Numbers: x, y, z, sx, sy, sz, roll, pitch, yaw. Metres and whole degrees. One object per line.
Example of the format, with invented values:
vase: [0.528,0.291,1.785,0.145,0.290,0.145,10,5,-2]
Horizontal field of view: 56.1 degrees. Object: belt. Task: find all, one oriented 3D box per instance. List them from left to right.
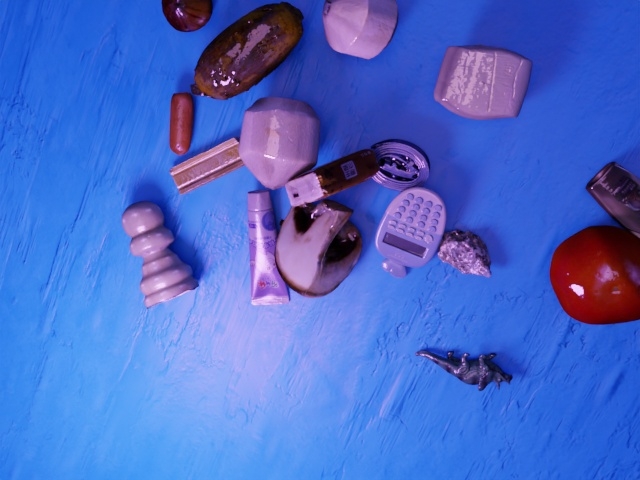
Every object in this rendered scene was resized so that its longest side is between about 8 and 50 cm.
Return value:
belt: [0.231,-0.225,1.787,0.190,0.082,0.141,19,110,6]

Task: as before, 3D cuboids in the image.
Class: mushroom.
mushroom: [-0.006,0.002,1.846,0.217,0.212,0.292,32,114,46]

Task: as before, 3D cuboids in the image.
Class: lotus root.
lotus root: [-0.221,-0.551,1.762,0.397,0.196,0.179,-36,86,15]

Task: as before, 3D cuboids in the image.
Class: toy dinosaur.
toy dinosaur: [0.445,0.374,1.842,0.292,0.079,0.120,26,100,8]

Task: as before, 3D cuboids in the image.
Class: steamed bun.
steamed bun: [0.449,-0.439,1.683,0.250,0.155,0.200,11,103,1]

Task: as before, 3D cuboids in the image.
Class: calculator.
calculator: [0.267,-0.021,1.805,0.188,0.042,0.303,22,119,2]

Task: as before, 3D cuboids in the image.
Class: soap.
soap: [-0.354,-0.236,1.908,0.252,0.037,0.092,-23,93,13]

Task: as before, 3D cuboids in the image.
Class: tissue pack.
tissue pack: [0.034,-0.182,1.729,0.183,0.226,0.092,-9,102,56]

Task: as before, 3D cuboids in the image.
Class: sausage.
sausage: [-0.436,-0.365,1.883,0.076,0.076,0.198,7,99,8]

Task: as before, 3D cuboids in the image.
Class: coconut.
coconut: [-0.121,-0.282,1.763,0.237,0.237,0.266,7,101,8]
coconut: [0.099,-0.619,1.675,0.202,0.222,0.202,-10,77,52]

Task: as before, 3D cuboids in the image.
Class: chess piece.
chess piece: [-0.528,0.033,1.918,0.182,0.182,0.330,-22,89,12]

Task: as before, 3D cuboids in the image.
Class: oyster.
oyster: [0.437,0.037,1.803,0.177,0.064,0.125,16,104,9]

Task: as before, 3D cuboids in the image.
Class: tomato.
tomato: [0.791,0.108,1.667,0.298,0.226,0.299,2,103,9]

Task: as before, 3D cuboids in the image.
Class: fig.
fig: [-0.406,-0.691,1.790,0.148,0.202,0.149,-2,134,23]

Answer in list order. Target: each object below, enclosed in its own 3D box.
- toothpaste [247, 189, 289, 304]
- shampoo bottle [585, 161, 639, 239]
toothpaste: [-0.175,0.027,1.907,0.125,0.080,0.371,-3,105,6]
shampoo bottle: [0.916,-0.069,1.695,0.350,0.084,0.125,43,100,1]
